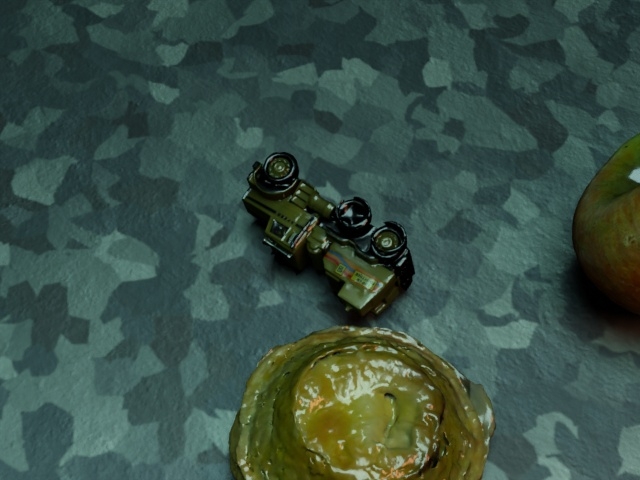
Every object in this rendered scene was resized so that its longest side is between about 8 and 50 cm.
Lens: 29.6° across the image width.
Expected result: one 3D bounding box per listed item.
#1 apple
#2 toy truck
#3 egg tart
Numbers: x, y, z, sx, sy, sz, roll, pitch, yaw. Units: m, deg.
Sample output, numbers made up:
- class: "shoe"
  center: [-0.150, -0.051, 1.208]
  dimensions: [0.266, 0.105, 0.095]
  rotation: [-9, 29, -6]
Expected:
- class: "apple"
  center: [0.492, -0.020, 1.596]
  dimensions: [0.309, 0.277, 0.250]
  rotation: [-43, 108, -9]
- class: "toy truck"
  center: [0.001, -0.005, 1.650]
  dimensions: [0.257, 0.127, 0.127]
  rotation: [37, 77, 20]
- class: "egg tart"
  center: [0.051, 0.233, 1.492]
  dimensions: [0.341, 0.129, 0.341]
  rotation: [1, 55, -2]
